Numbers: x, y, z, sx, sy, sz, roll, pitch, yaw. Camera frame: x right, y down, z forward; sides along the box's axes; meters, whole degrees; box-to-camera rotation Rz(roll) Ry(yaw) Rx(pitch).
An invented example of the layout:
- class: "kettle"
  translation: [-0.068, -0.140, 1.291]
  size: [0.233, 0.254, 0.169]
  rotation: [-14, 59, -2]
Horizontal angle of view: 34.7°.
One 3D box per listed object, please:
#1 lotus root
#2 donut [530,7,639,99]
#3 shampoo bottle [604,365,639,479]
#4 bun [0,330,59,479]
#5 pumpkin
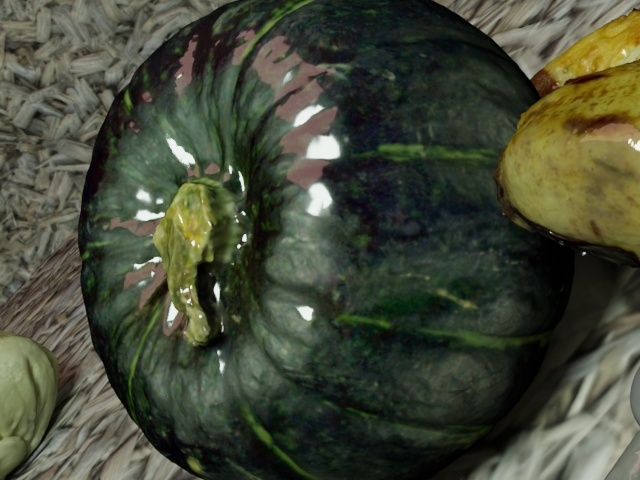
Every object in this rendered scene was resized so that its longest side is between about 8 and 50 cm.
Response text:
- class: "lotus root"
  translation: [0.192, -0.021, 0.433]
  size: [0.258, 0.097, 0.110]
  rotation: [20, 23, 34]
- class: "donut"
  translation: [0.197, -0.082, 0.713]
  size: [0.166, 0.073, 0.184]
  rotation: [-44, 18, 10]
- class: "shampoo bottle"
  translation: [0.187, 0.063, 0.480]
  size: [0.165, 0.040, 0.080]
  rotation: [-51, 26, -12]
- class: "bun"
  translation: [-0.442, 0.232, 1.347]
  size: [0.259, 0.160, 0.259]
  rotation: [-54, 3, 5]
- class: "pumpkin"
  translation: [0.000, 0.000, 0.636]
  size: [0.323, 0.241, 0.323]
  rotation: [-11, 73, 41]
